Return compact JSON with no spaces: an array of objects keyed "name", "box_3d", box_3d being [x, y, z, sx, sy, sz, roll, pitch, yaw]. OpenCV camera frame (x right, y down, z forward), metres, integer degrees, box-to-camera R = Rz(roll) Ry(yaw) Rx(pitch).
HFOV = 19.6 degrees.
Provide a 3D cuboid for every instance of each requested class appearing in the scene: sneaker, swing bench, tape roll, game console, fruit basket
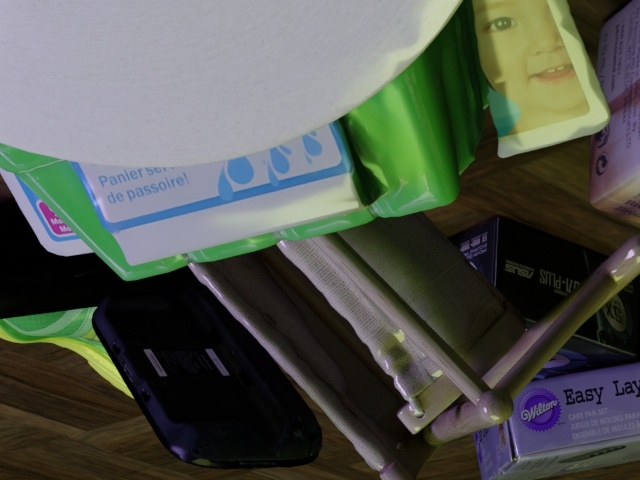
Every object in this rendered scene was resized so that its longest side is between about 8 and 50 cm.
[{"name":"sneaker","box_3d":[-0.180,0.040,1.521,0.123,0.109,0.295,-35,137,25]},{"name":"swing bench","box_3d":[0.024,0.005,1.127,0.253,0.165,0.255,46,153,4]},{"name":"tape roll","box_3d":[-0.101,-0.208,0.678,0.392,0.072,0.392,13,128,17]},{"name":"game console","box_3d":[-0.122,0.053,1.261,0.213,0.361,0.044,-7,119,-23]},{"name":"fruit basket","box_3d":[-0.078,-0.153,0.835,0.327,0.165,0.353,-13,125,25]}]

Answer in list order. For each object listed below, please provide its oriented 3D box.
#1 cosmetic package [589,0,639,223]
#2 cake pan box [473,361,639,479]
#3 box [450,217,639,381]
[{"name":"cosmetic package","box_3d":[0.283,-0.105,0.996,0.153,0.129,0.296,15,155,-17]},{"name":"cake pan box","box_3d":[0.260,0.149,1.554,0.245,0.070,0.267,-8,168,-1]},{"name":"box","box_3d":[0.141,0.061,1.488,0.147,0.078,0.180,19,154,-30]}]
